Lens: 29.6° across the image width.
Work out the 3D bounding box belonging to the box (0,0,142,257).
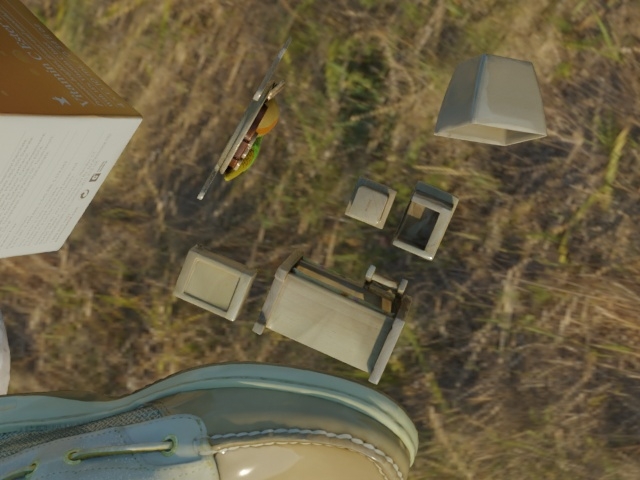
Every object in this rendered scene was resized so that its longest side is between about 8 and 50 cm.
[{"bbox_3d":[-0.353,-0.105,1.006,0.215,0.345,0.168,43,112,17],"label":"box"}]

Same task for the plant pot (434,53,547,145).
[{"bbox_3d":[0.219,-0.181,1.549,0.109,0.109,0.096,174,101,-68],"label":"plant pot"}]

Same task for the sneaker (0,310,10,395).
[{"bbox_3d":[-0.308,0.055,0.765,0.302,0.121,0.108,4,98,53],"label":"sneaker"}]

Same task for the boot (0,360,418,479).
[{"bbox_3d":[-0.072,0.131,0.450,0.213,0.077,0.165,-8,42,18],"label":"boot"}]

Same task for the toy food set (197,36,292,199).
[{"bbox_3d":[-0.075,-0.129,1.394,0.039,0.132,0.192,29,134,-6],"label":"toy food set"}]

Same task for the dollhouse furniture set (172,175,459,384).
[{"bbox_3d":[0.000,0.000,1.005,0.182,0.101,0.160,24,102,4],"label":"dollhouse furniture set"}]
